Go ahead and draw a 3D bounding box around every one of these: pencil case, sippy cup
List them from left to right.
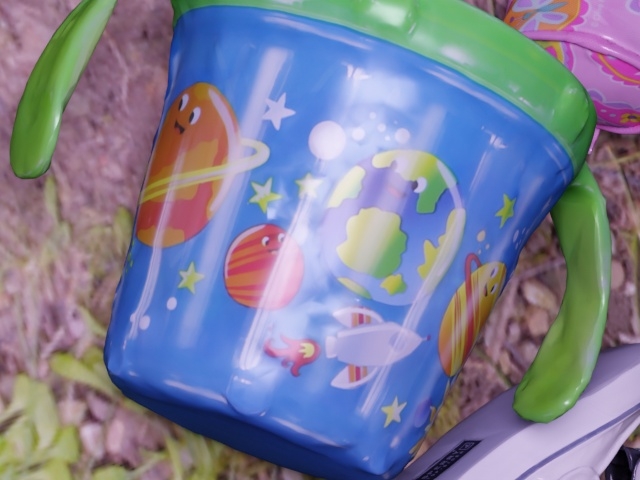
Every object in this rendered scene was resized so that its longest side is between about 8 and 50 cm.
[{"bbox_3d":[0.000,0.000,1.016,0.305,0.240,0.224,18,78,10],"label":"sippy cup"},{"bbox_3d":[0.203,-0.200,1.253,0.124,0.124,0.284,33,64,-25],"label":"pencil case"}]

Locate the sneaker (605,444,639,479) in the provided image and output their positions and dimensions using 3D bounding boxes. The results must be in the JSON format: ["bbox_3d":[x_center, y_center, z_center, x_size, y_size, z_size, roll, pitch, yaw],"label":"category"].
[{"bbox_3d":[0.209,0.137,1.231,0.069,0.038,0.098,45,58,-20],"label":"sneaker"}]

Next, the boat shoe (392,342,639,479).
[{"bbox_3d":[0.111,0.149,1.138,0.258,0.095,0.084,-31,103,-24],"label":"boat shoe"}]
